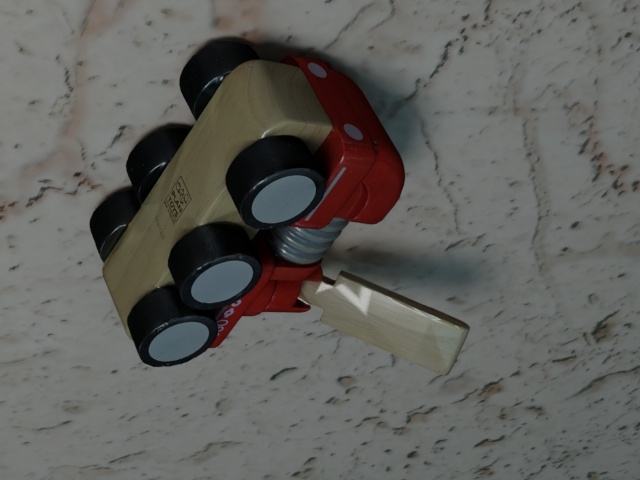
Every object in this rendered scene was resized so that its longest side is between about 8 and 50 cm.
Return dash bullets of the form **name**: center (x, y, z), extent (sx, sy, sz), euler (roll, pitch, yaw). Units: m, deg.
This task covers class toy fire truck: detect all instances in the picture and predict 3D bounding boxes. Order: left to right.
- **toy fire truck**: center (0.000, 0.000, 0.913), extent (0.246, 0.158, 0.217), euler (5, 135, -40)
